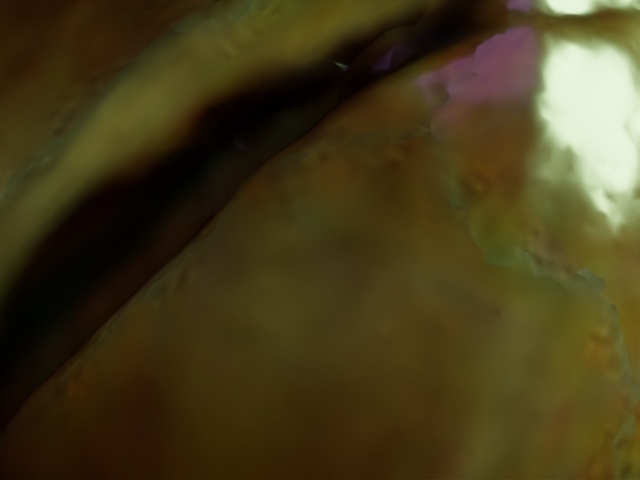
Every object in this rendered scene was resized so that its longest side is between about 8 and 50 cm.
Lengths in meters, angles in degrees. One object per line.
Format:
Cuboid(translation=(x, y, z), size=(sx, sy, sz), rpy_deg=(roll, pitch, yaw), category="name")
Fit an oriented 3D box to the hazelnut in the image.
Cuboid(translation=(0.000, 0.000, 0.638), size=(0.359, 0.359, 0.409), rpy_deg=(11, 8, -11), category="hazelnut")
